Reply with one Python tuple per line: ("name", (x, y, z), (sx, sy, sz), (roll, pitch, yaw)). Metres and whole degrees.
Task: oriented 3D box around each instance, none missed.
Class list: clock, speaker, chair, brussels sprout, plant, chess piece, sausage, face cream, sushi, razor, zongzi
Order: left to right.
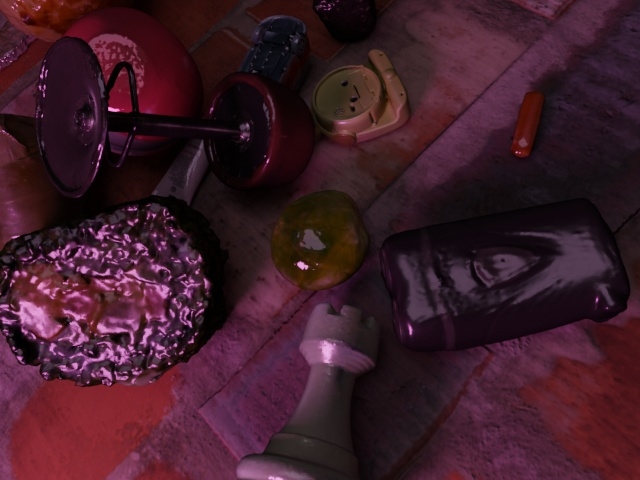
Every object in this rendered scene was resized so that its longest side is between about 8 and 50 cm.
("zongzi", (-0.543, -0.088, 1.135), (0.174, 0.393, 0.355), (-5, 103, 9))
("sushi", (-0.329, 0.088, 0.899), (0.352, 0.178, 0.293), (-15, 97, 2))
("speaker", (-0.386, -0.309, 1.094), (0.295, 0.294, 0.294), (-6, 64, 13))
("chair", (-0.220, -0.185, 0.894), (0.227, 0.401, 0.226), (5, 98, 43))
("face cream", (-0.257, -0.180, 1.131), (0.092, 0.058, 0.243), (26, 81, 19))
("brussels sprout", (-0.004, -0.003, 0.924), (0.162, 0.144, 0.180), (-25, 36, 26))
("chess piece", (0.005, 0.249, 0.792), (0.195, 0.194, 0.298), (6, 59, 19))
("plant", (0.047, -0.515, 1.116), (0.129, 0.194, 0.132), (-10, 62, 17))
("clock", (0.050, -0.268, 1.071), (0.232, 0.069, 0.170), (-23, 62, 5))
("razor", (0.269, 0.054, 0.833), (0.350, 0.113, 0.204), (-11, 64, 9))
("sausage", (0.370, -0.206, 0.965), (0.039, 0.041, 0.131), (16, 71, 17))

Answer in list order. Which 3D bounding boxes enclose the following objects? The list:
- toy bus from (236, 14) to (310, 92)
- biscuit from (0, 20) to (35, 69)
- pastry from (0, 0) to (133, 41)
("toy bus", (-0.107, -0.328, 1.114), (0.122, 0.120, 0.264), (17, 74, 21))
("biscuit", (-0.816, -0.580, 1.487), (0.250, 0.032, 0.133), (-45, 63, -6))
("pastry", (-0.607, -0.656, 1.269), (0.313, 0.388, 0.388), (14, 70, 13))
